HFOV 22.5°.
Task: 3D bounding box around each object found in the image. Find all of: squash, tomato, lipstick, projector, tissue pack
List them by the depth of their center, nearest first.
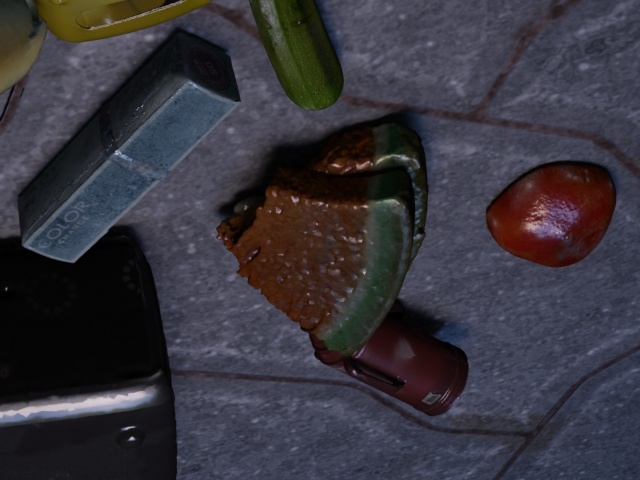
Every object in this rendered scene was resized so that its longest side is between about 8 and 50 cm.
[{"bbox_3d":[-0.171,-0.244,1.384,0.178,0.127,0.123,-16,145,2],"label":"tissue pack"},{"bbox_3d":[-0.026,-0.206,1.532,0.066,0.066,0.229,-17,141,3],"label":"squash"},{"bbox_3d":[-0.200,-0.085,1.612,0.077,0.076,0.290,21,130,-39],"label":"lipstick"},{"bbox_3d":[-0.364,0.217,1.802,0.395,0.242,0.405,-7,143,-12],"label":"projector"},{"bbox_3d":[0.278,-0.019,1.861,0.156,0.069,0.155,-10,141,-8],"label":"tomato"}]

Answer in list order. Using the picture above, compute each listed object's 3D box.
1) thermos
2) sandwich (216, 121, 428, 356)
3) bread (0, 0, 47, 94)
[{"bbox_3d":[0.066,0.133,1.942,0.232,0.124,0.099,27,123,-32],"label":"thermos"},{"bbox_3d":[0.014,-0.003,1.732,0.212,0.109,0.292,29,125,-19],"label":"sandwich"},{"bbox_3d":[-0.364,-0.135,1.239,0.333,0.333,0.160,-28,104,16],"label":"bread"}]
